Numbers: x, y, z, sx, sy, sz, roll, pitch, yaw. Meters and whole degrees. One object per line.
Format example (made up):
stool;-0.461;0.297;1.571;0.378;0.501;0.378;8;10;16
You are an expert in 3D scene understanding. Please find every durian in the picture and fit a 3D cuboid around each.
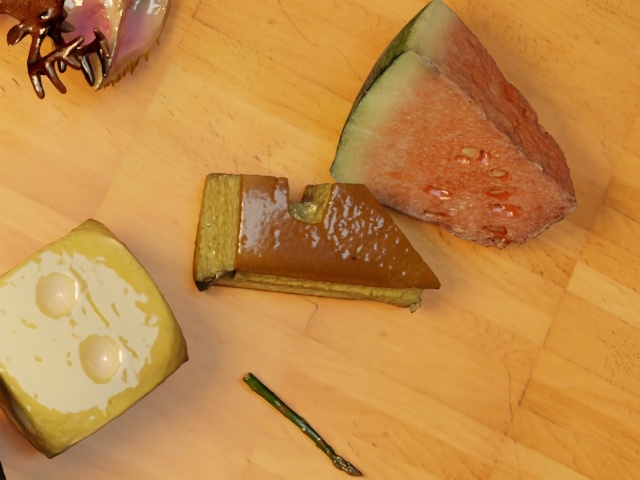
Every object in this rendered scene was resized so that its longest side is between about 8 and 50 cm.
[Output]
durian;-0.207;-0.258;1.656;0.165;0.132;0.182;-26;110;-17

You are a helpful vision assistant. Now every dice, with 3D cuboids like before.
dice;-0.240;0.093;1.583;0.169;0.166;0.169;-35;94;-18

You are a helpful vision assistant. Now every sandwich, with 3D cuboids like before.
sandwich;0.000;0.000;1.697;0.236;0.122;0.128;7;84;-19

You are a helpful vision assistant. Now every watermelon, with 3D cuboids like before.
watermelon;0.151;-0.098;1.746;0.257;0.193;0.140;35;43;-6

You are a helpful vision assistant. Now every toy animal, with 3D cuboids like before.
toy animal;-0.339;-0.230;1.611;0.243;0.087;0.260;-24;84;18

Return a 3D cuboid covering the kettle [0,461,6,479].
kettle;-0.372;0.255;1.431;0.228;0.321;0.324;34;119;-7

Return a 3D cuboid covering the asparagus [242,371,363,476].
asparagus;-0.019;0.194;1.717;0.163;0.016;0.016;44;82;-9
